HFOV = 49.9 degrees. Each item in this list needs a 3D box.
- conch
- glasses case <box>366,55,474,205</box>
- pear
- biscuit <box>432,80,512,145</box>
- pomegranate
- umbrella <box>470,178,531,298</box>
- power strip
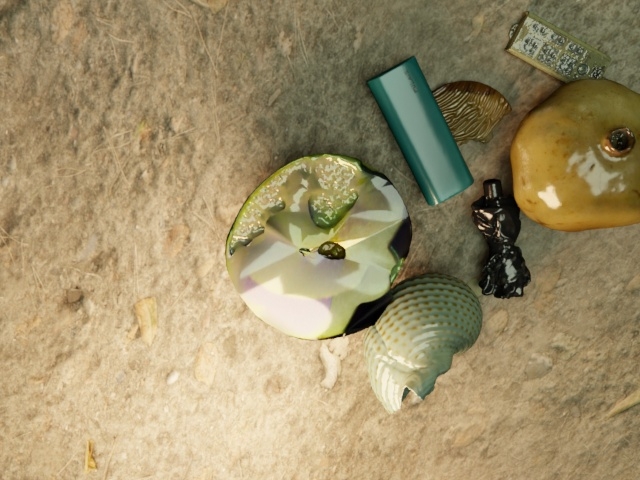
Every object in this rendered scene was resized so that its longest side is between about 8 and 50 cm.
[{"bbox_3d":[0.201,0.217,1.518,0.215,0.319,0.303,41,131,15],"label":"conch"},{"bbox_3d":[0.215,-0.229,1.460,0.117,0.070,0.301,-28,103,8],"label":"glasses case"},{"bbox_3d":[-0.004,-0.003,1.483,0.398,0.165,0.399,-1,106,-5],"label":"pear"},{"bbox_3d":[0.295,-0.257,1.506,0.228,0.031,0.176,-44,104,7],"label":"biscuit"},{"bbox_3d":[0.555,-0.162,1.414,0.332,0.332,0.333,-1,106,-5],"label":"pomegranate"},{"bbox_3d":[0.406,-0.005,1.555,0.122,0.110,0.272,-11,102,-1],"label":"umbrella"},{"bbox_3d":[0.526,-0.394,1.484,0.268,0.034,0.092,25,102,-11],"label":"power strip"}]
